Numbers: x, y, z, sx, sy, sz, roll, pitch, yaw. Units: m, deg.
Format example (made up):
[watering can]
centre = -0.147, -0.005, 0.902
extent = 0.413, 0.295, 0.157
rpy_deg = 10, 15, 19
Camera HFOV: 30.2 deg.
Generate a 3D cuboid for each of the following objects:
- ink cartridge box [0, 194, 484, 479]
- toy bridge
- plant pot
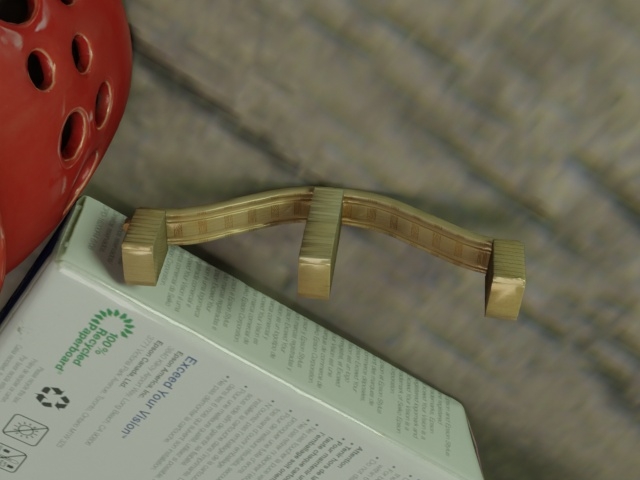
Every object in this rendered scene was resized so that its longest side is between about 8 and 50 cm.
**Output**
[ink cartridge box]
centre = -0.073, 0.169, 0.697
extent = 0.330, 0.071, 0.324
rpy_deg = 31, 125, -17
[toy bridge]
centre = 0.000, 0.000, 0.556
extent = 0.188, 0.063, 0.026
rpy_deg = 5, 127, 5
[plant pot]
centre = -0.192, -0.050, 0.488
extent = 0.191, 0.174, 0.191
rpy_deg = 7, 129, 8
